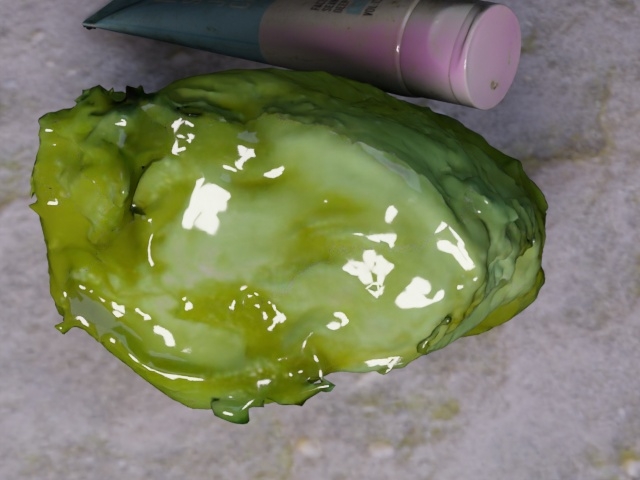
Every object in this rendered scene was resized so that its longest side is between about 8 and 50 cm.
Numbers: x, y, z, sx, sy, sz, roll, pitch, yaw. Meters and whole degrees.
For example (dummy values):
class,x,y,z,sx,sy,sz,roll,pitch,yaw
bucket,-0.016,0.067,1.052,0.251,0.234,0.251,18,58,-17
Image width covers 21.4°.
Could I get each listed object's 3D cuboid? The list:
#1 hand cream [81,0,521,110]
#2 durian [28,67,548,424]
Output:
class,x,y,z,sx,sy,sz,roll,pitch,yaw
hand cream,-0.014,-0.153,1.139,0.312,0.070,0.111,16,44,33
durian,0.000,0.000,1.039,0.255,0.204,0.339,15,9,20
